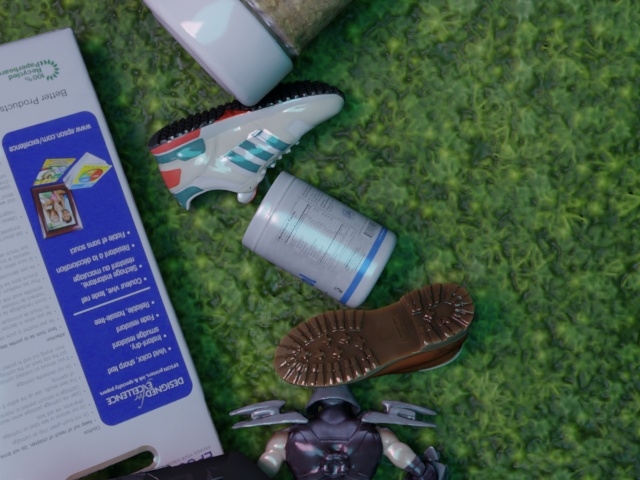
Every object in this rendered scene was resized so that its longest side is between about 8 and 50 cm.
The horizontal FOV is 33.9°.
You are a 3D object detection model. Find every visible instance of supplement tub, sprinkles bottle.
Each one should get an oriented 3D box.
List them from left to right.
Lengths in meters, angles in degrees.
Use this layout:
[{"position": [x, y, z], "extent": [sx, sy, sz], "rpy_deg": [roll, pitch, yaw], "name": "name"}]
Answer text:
[{"position": [0.000, 0.000, 0.830], "extent": [0.107, 0.071, 0.071], "rpy_deg": [30, 93, 1], "name": "supplement tub"}, {"position": [0.030, -0.263, 0.787], "extent": [0.355, 0.121, 0.121], "rpy_deg": [-44, 91, 1], "name": "sprinkles bottle"}]

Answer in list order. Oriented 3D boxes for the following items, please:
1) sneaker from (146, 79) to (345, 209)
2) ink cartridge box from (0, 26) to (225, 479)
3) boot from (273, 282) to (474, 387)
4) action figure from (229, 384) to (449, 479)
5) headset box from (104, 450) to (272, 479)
[{"position": [-0.053, -0.074, 0.843], "extent": [0.161, 0.057, 0.075], "rpy_deg": [-18, 112, -1], "name": "sneaker"}, {"position": [-0.215, 0.036, 0.806], "extent": [0.175, 0.069, 0.371], "rpy_deg": [-20, 87, -20], "name": "ink cartridge box"}, {"position": [0.043, 0.088, 0.825], "extent": [0.157, 0.085, 0.059], "rpy_deg": [-14, 64, -2], "name": "boot"}, {"position": [0.009, 0.232, 0.829], "extent": [0.185, 0.099, 0.285], "rpy_deg": [-3, 78, 8], "name": "action figure"}, {"position": [-0.137, 0.288, 0.733], "extent": [0.110, 0.218, 0.293], "rpy_deg": [34, 115, 39], "name": "headset box"}]
